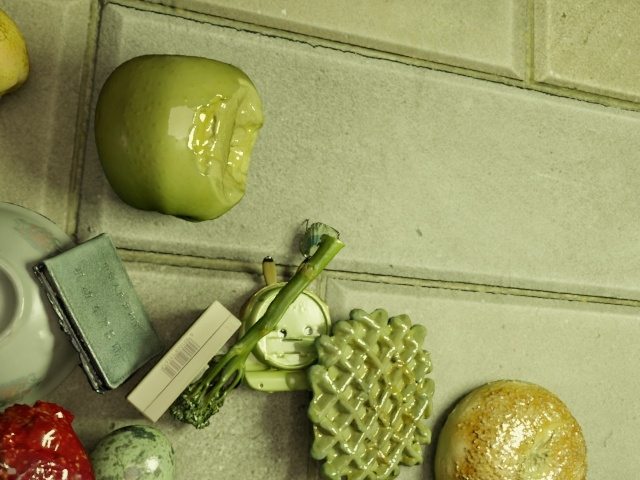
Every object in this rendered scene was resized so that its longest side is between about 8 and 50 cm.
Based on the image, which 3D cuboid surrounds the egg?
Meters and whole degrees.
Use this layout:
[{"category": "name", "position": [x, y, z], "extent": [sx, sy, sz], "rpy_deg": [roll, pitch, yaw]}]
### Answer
[{"category": "egg", "position": [-0.299, 0.362, 1.074], "extent": [0.132, 0.132, 0.172], "rpy_deg": [44, 83, -9]}]

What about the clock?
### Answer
[{"category": "clock", "position": [-0.058, 0.143, 1.223], "extent": [0.169, 0.069, 0.232], "rpy_deg": [1, 82, -20]}]

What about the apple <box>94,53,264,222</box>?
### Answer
[{"category": "apple", "position": [-0.223, -0.164, 1.111], "extent": [0.278, 0.279, 0.279], "rpy_deg": [3, 82, -19]}]

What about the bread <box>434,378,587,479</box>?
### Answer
[{"category": "bread", "position": [0.358, 0.403, 1.291], "extent": [0.305, 0.158, 0.306], "rpy_deg": [3, 81, -18]}]

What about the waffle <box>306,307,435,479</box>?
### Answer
[{"category": "waffle", "position": [0.094, 0.273, 1.229], "extent": [0.291, 0.056, 0.310], "rpy_deg": [7, 83, -40]}]

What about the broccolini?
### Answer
[{"category": "broccolini", "position": [-0.104, 0.142, 1.145], "extent": [0.392, 0.074, 0.079], "rpy_deg": [-49, 144, 0]}]

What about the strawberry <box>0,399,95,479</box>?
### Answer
[{"category": "strawberry", "position": [-0.439, 0.345, 0.959], "extent": [0.274, 0.274, 0.220], "rpy_deg": [-63, 146, -16]}]

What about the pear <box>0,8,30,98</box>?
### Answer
[{"category": "pear", "position": [-0.534, -0.286, 1.073], "extent": [0.177, 0.178, 0.178], "rpy_deg": [3, 82, -19]}]

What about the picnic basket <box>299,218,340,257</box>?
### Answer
[{"category": "picnic basket", "position": [0.000, 0.000, 1.274], "extent": [0.065, 0.083, 0.083], "rpy_deg": [26, 31, -14]}]

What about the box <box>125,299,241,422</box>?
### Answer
[{"category": "box", "position": [-0.221, 0.193, 1.121], "extent": [0.058, 0.141, 0.201], "rpy_deg": [42, 70, -4]}]

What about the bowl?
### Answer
[{"category": "bowl", "position": [-0.502, 0.095, 1.026], "extent": [0.345, 0.157, 0.346], "rpy_deg": [3, 82, -20]}]

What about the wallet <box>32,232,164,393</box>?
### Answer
[{"category": "wallet", "position": [-0.332, 0.108, 1.084], "extent": [0.036, 0.167, 0.222], "rpy_deg": [-20, 98, 23]}]
